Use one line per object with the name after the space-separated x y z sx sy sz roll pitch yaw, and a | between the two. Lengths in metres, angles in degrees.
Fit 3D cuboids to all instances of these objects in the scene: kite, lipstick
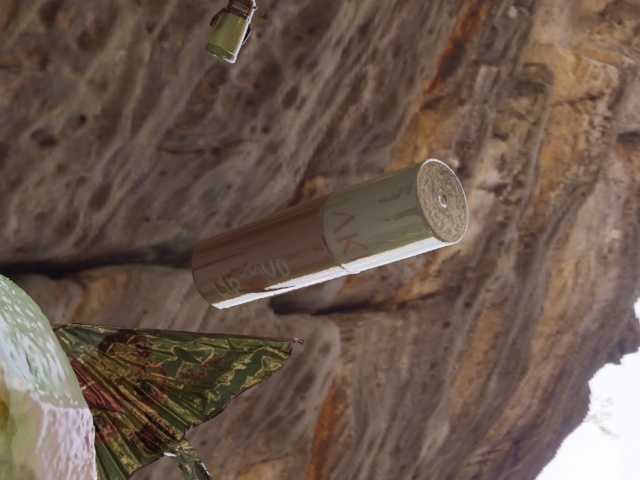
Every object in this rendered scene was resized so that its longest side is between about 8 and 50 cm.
-0.166 0.161 0.893 0.323 0.268 0.013 -39 -151 1 | kite
0.000 0.000 0.839 0.254 0.070 0.070 -18 -102 39 | lipstick

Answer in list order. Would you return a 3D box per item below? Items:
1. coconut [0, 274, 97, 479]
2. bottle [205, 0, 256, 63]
-0.241 0.117 0.532 0.204 0.236 0.236 -41 -115 14 | coconut
-0.124 -0.304 1.416 0.047 0.063 0.101 24 -89 14 | bottle
